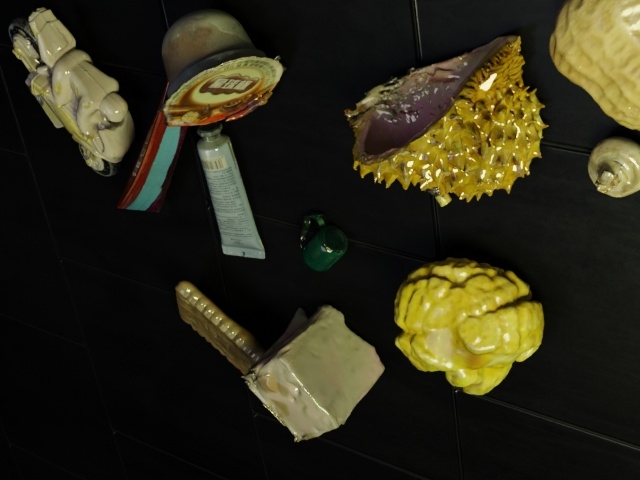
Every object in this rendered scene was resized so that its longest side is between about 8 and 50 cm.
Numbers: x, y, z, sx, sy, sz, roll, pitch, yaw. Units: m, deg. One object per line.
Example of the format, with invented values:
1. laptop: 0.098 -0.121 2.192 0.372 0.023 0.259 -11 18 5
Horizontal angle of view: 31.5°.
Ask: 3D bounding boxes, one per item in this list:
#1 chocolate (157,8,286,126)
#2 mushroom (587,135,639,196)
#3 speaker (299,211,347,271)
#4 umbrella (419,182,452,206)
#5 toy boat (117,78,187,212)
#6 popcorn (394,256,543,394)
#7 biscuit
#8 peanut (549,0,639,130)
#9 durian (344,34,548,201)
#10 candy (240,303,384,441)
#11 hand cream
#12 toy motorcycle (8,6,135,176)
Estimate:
1. chocolate: -0.176 -0.279 1.770 0.147 0.221 0.221 64 144 20
2. mushroom: 0.380 -0.090 1.463 0.085 0.079 0.085 25 133 30
3. speaker: -0.004 0.000 1.895 0.094 0.060 0.075 47 139 3
4. umbrella: 0.149 -0.113 1.687 0.037 0.040 0.144 -29 99 37
5. toy boat: -0.282 -0.168 1.987 0.079 0.136 0.392 17 139 -10
6. popcorn: 0.223 0.124 1.720 0.203 0.225 0.200 47 -159 -62
7. biscuit: -0.149 0.208 2.157 0.325 0.044 0.217 41 161 11
8. peanut: 0.387 -0.220 1.337 0.233 0.110 0.197 48 140 5
9. durian: 0.193 -0.136 1.573 0.305 0.186 0.196 -25 123 30
10. candy: -0.013 0.228 1.978 0.185 0.195 0.137 50 139 -3
11. hand cream: -0.164 -0.083 1.985 0.091 0.058 0.271 5 127 26
12. toy motorcycle: -0.435 -0.261 2.046 0.222 0.108 0.341 1 127 52
